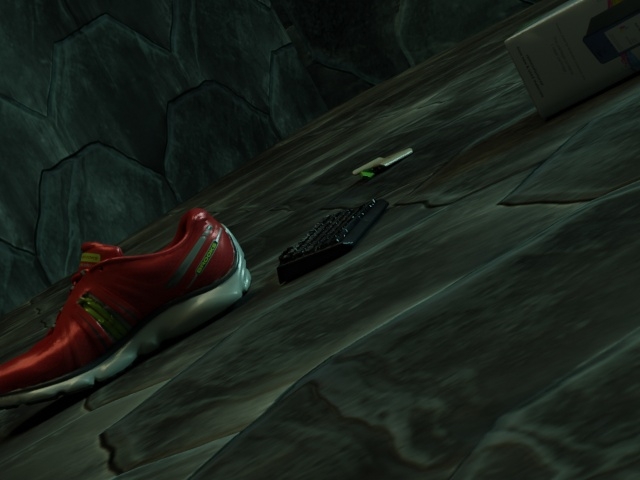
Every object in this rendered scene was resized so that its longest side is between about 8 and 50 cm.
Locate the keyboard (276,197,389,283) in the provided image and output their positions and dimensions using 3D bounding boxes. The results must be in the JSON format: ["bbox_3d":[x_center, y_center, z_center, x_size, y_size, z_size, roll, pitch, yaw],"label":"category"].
[{"bbox_3d":[0.000,0.000,1.564,0.108,0.023,0.180,-27,6,19],"label":"keyboard"}]

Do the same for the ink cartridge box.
[{"bbox_3d":[0.306,-0.219,1.653,0.212,0.093,0.154,-25,7,20],"label":"ink cartridge box"}]

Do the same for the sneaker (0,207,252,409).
[{"bbox_3d":[-0.203,0.062,1.521,0.279,0.118,0.107,-30,6,-14],"label":"sneaker"}]

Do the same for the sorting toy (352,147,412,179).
[{"bbox_3d":[0.069,-0.090,2.025,0.083,0.012,0.062,-29,10,-39],"label":"sorting toy"}]
